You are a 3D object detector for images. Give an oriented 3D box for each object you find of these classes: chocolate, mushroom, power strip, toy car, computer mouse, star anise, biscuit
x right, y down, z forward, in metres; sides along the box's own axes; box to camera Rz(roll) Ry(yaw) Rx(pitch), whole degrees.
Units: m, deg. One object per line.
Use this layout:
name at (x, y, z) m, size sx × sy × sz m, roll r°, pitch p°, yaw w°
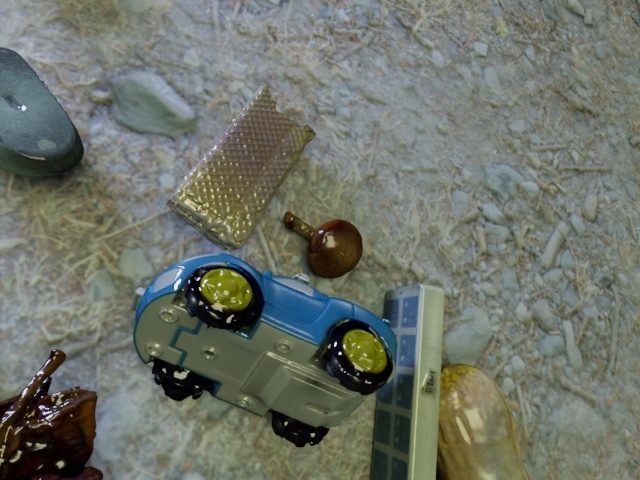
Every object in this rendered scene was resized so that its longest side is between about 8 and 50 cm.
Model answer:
chocolate at (0.223, 0.320, 0.630) m, size 0.134 × 0.134 × 0.309 m, roll -8°, pitch 80°, yaw -21°
mushroom at (0.002, 0.003, 0.662) m, size 0.130 × 0.073 × 0.088 m, roll 29°, pitch 100°, yaw -8°
power strip at (0.115, 0.236, 0.625) m, size 0.043 × 0.106 × 0.367 m, roll 12°, pitch 73°, yaw -18°
toy car at (-0.063, 0.113, 0.561) m, size 0.314 × 0.198 × 0.166 m, roll 25°, pitch 37°, yaw -9°
computer mouse at (-0.383, -0.154, 0.569) m, size 0.229 × 0.068 × 0.113 m, roll 48°, pitch 49°, yaw 9°
star anise at (-0.297, 0.249, 0.451) m, size 0.126 × 0.190 × 0.220 m, roll 7°, pitch 44°, yaw -49°
biscuit at (-0.098, -0.101, 0.629) m, size 0.108 × 0.062 × 0.238 m, roll 40°, pitch 56°, yaw -18°
